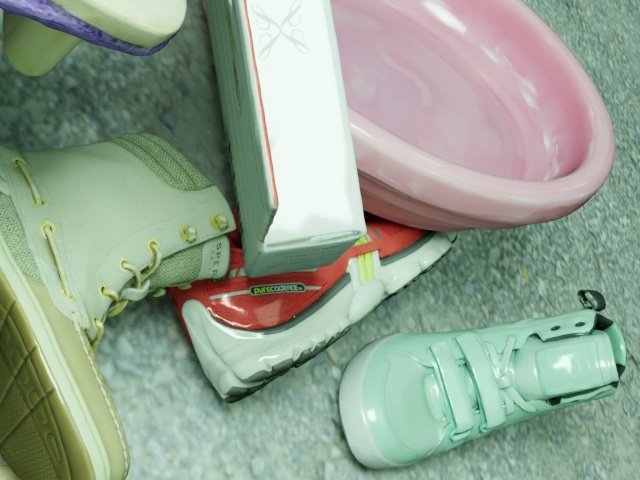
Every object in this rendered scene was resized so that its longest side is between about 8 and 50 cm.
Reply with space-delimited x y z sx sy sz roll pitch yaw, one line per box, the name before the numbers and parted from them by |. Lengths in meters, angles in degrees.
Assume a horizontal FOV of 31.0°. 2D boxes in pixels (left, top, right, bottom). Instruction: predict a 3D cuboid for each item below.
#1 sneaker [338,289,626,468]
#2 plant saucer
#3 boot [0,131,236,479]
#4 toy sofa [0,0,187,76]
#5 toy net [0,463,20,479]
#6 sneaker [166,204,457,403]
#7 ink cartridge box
sneaker | 0.131 0.096 0.856 0.256 0.151 0.094 -12 84 -52
plant saucer | 0.055 -0.123 0.838 0.332 0.084 0.332 21 37 -17
boot | -0.108 0.027 0.598 0.165 0.077 0.213 -8 56 -44
toy sofa | -0.226 -0.152 0.395 0.362 0.150 0.177 10 64 -37
toy net | -0.174 0.135 0.544 0.232 0.045 0.122 12 64 -49
sneaker | 0.000 0.000 0.784 0.118 0.107 0.279 57 35 0
ink cartridge box | -0.025 -0.131 0.568 0.060 0.239 0.275 -8 84 -8
